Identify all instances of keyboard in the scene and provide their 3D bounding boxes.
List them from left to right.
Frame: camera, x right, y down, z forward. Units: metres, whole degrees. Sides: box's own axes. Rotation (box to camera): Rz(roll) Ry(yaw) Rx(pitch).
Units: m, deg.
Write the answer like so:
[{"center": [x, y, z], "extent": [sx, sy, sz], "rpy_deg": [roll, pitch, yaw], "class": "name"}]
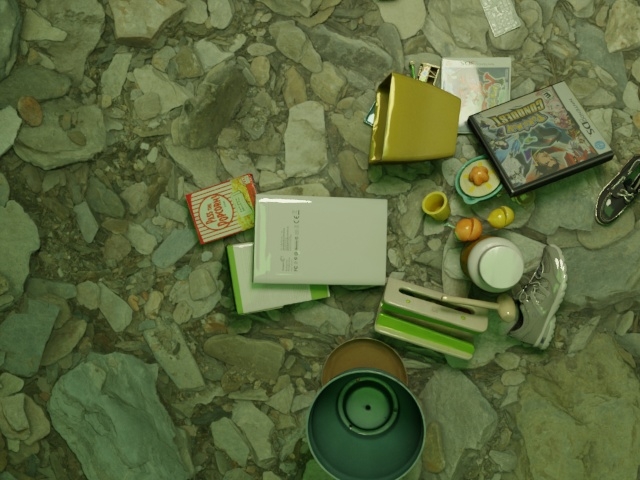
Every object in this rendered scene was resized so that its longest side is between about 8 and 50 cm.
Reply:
[{"center": [0.446, -0.669, 1.641], "extent": [0.072, 0.014, 0.256], "rpy_deg": [-23, 90, 6], "class": "keyboard"}]

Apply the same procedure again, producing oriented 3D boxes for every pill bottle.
[{"center": [0.432, 0.057, 1.563], "extent": [0.136, 0.246, 0.136], "rpy_deg": [0, 93, 6], "class": "pill bottle"}]

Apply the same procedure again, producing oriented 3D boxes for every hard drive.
[{"center": [0.000, 0.000, 1.650], "extent": [0.353, 0.047, 0.233], "rpy_deg": [2, 90, -10], "class": "hard drive"}]

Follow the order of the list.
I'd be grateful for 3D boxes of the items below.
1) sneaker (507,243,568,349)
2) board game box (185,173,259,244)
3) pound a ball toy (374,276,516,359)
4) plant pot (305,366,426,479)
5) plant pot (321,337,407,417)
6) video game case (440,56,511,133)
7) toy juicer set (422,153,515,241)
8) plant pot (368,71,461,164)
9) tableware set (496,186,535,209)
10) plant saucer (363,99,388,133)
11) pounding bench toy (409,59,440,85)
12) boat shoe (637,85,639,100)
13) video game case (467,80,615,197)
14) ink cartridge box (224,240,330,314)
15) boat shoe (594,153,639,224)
[{"center": [0.565, 0.144, 1.625], "extent": [0.115, 0.105, 0.281], "rpy_deg": [11, 95, 5], "class": "sneaker"}, {"center": [-0.259, -0.086, 1.726], "extent": [0.193, 0.045, 0.146], "rpy_deg": [-19, 91, 7], "class": "board game box"}, {"center": [0.322, 0.172, 1.620], "extent": [0.319, 0.135, 0.208], "rpy_deg": [16, 130, 5], "class": "pound a ball toy"}, {"center": [0.120, 0.457, 1.609], "extent": [0.293, 0.196, 0.293], "rpy_deg": [0, 93, 6], "class": "plant pot"}, {"center": [0.121, 0.383, 1.720], "extent": [0.236, 0.032, 0.236], "rpy_deg": [0, 92, 5], "class": "plant pot"}, {"center": [0.410, -0.385, 1.654], "extent": [0.183, 0.023, 0.201], "rpy_deg": [1, 93, 6], "class": "video game case"}, {"center": [0.434, -0.136, 1.584], "extent": [0.329, 0.089, 0.209], "rpy_deg": [-42, 49, 5], "class": "toy juicer set"}, {"center": [0.240, -0.291, 1.578], "extent": [0.187, 0.212, 0.212], "rpy_deg": [6, 94, -5], "class": "plant pot"}, {"center": [0.536, -0.171, 1.655], "extent": [0.141, 0.020, 0.168], "rpy_deg": [36, 97, 3], "class": "tableware set"}, {"center": [0.215, -0.303, 1.681], "extent": [0.192, 0.018, 0.067], "rpy_deg": [31, 96, 4], "class": "plant saucer"}, {"center": [0.267, -0.436, 1.651], "extent": [0.083, 0.052, 0.065], "rpy_deg": [18, 95, 5], "class": "pounding bench toy"}, {"center": [0.923, -0.287, 1.567], "extent": [0.113, 0.103, 0.302], "rpy_deg": [-39, 89, 7], "class": "boat shoe"}, {"center": [0.551, -0.260, 1.570], "extent": [0.275, 0.035, 0.248], "rpy_deg": [-21, 65, -3], "class": "video game case"}, {"center": [-0.118, 0.086, 1.700], "extent": [0.255, 0.097, 0.188], "rpy_deg": [-9, 92, -12], "class": "ink cartridge box"}, {"center": [0.784, -0.133, 1.609], "extent": [0.075, 0.065, 0.206], "rpy_deg": [33, 96, 3], "class": "boat shoe"}]
